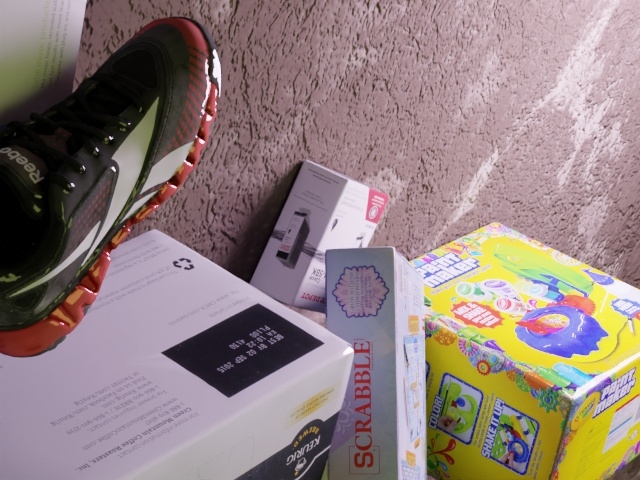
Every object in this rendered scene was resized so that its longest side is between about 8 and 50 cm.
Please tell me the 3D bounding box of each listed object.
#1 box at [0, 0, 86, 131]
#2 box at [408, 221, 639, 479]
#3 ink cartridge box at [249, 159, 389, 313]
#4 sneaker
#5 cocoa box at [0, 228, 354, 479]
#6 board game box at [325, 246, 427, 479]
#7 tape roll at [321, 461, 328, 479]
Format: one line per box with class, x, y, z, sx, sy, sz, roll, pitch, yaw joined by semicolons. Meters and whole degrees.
box;-0.288;-0.091;1.067;0.322;0.058;0.232;-19;129;-51
box;0.213;0.143;1.827;0.290;0.279;0.177;-23;132;-50
ink cartridge box;0.000;0.000;1.599;0.099;0.056;0.135;17;98;-61
sneaker;-0.167;-0.053;1.138;0.276;0.097;0.135;-56;153;-11
cocoa box;-0.180;0.180;1.277;0.347;0.231;0.228;-26;137;-47
board game box;0.057;0.178;1.526;0.318;0.066;0.318;38;51;-80
tape roll;-0.085;0.259;1.657;0.392;0.072;0.392;-38;141;-38
